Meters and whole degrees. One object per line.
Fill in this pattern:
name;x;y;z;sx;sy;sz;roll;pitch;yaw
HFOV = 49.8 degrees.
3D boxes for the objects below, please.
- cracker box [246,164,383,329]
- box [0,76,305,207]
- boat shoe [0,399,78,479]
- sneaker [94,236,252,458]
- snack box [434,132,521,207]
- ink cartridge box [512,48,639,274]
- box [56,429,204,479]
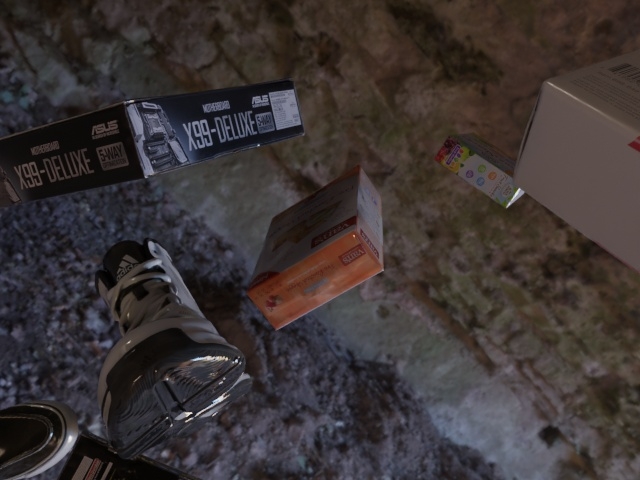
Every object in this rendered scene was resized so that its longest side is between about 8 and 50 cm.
cracker box;0.000;0.000;0.893;0.067;0.155;0.232;54;17;-19
box;-0.197;-0.117;0.806;0.307;0.242;0.077;-29;109;-57
boat shoe;-0.364;0.221;0.714;0.070;0.219;0.078;59;14;-75
sneaker;-0.223;0.108;0.844;0.257;0.169;0.447;52;-11;11
snack box;0.203;-0.088;0.831;0.100;0.037;0.141;35;22;14
ink cartridge box;0.271;-0.065;0.481;0.158;0.217;0.092;45;-35;35
box;-0.313;0.485;1.025;0.257;0.322;0.079;26;-17;-9
